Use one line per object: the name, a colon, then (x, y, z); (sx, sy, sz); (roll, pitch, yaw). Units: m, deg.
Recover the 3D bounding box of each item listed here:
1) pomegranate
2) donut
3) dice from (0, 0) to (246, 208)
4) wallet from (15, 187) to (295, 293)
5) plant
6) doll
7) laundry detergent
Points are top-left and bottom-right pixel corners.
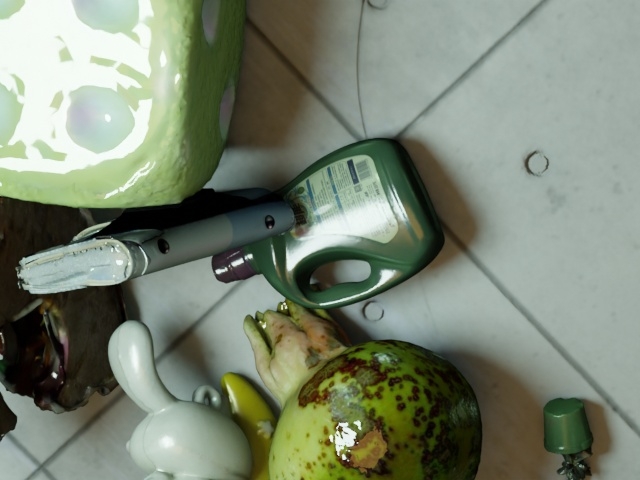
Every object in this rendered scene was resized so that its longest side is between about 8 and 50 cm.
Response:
pomegranate: (0.024, 0.176, 1.531); (0.276, 0.204, 0.222); (41, 115, -2)
donut: (-0.318, 0.070, 1.480); (0.136, 0.345, 0.259); (-2, 110, 27)
dice: (-0.208, -0.179, 1.440); (0.251, 0.254, 0.250); (9, 107, 9)
wallet: (-0.154, -0.006, 1.461); (0.170, 0.231, 0.069); (-5, 98, 38)
plant: (0.248, 0.209, 1.586); (0.051, 0.051, 0.102); (-9, 109, 11)
doll: (-0.122, 0.227, 1.567); (0.252, 0.237, 0.111); (28, 152, -33)
laundry detergent: (0.000, 0.000, 1.545); (0.221, 0.078, 0.144); (-26, 80, 13)
